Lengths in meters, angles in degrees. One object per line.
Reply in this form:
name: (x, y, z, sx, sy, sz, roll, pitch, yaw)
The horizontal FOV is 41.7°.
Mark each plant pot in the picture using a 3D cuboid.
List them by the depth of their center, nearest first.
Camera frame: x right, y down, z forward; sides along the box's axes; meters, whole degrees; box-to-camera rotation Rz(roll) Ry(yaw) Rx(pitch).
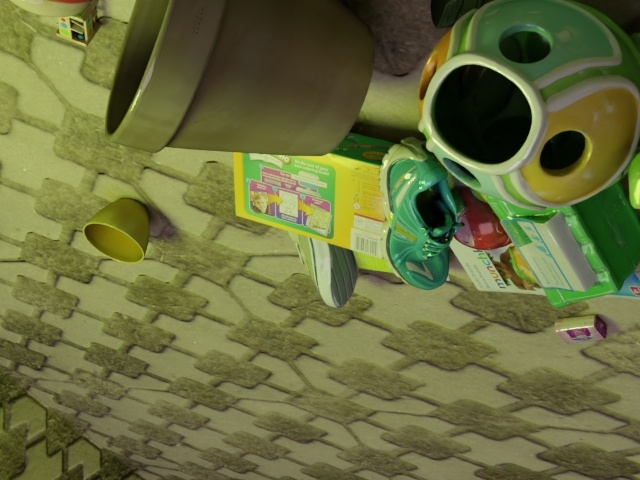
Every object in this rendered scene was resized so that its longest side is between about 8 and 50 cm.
plant pot: (-0.093, -0.240, 1.082, 0.280, 0.323, 0.323, 16, 151, -21)
plant pot: (-0.404, -0.029, 1.726, 0.134, 0.095, 0.134, 16, 146, 11)

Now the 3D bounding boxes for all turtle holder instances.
turtle holder: (0.249, -0.127, 0.947, 0.243, 0.227, 0.320, -40, 77, 37)

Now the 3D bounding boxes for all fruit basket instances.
fruit basket: (0.284, -0.022, 1.256, 0.353, 0.165, 0.327, -4, 129, 50)

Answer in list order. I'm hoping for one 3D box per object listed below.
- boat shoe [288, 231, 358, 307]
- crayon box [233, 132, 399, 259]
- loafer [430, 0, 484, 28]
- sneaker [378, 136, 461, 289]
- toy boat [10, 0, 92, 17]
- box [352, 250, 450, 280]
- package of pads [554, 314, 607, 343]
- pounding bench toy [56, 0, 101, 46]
boat shoe: (0.000, 0.000, 1.544, 0.094, 0.109, 0.302, 18, 139, 30)
crayon box: (-0.004, -0.092, 1.334, 0.278, 0.081, 0.165, 17, 127, 22)
loafer: (0.183, -0.320, 0.998, 0.061, 0.062, 0.170, -3, 158, -13)
sneaker: (0.149, -0.019, 1.227, 0.110, 0.107, 0.275, 44, 159, 43)
toy boat: (-0.397, -0.417, 1.143, 0.231, 0.151, 0.151, 34, 117, -18)
box: (0.146, 0.018, 1.519, 0.178, 0.042, 0.109, 7, 145, 22)
package of pads: (0.478, 0.163, 1.545, 0.083, 0.032, 0.050, -14, 134, 43)
pounding bench toy: (-0.388, -0.346, 1.293, 0.083, 0.052, 0.065, 21, 148, 2)
